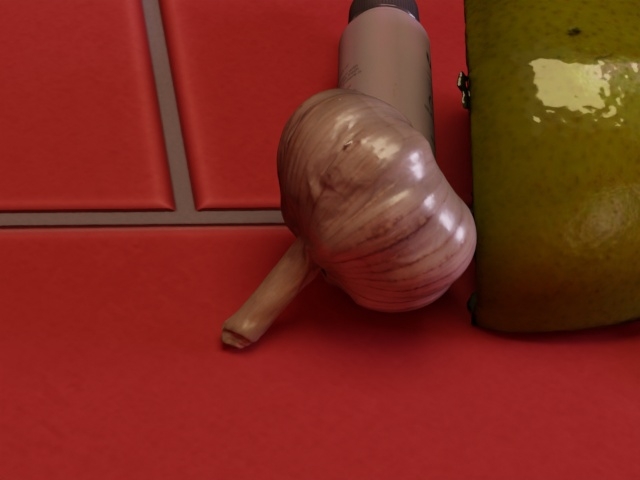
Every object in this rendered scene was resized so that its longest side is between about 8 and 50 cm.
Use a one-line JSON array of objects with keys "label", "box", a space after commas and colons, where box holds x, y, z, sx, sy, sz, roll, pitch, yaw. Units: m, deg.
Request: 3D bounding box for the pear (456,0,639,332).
[{"label": "pear", "box": [0.272, -0.098, 1.490, 0.318, 0.238, 0.342, 0, 40, 2]}]

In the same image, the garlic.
[{"label": "garlic", "box": [0.000, 0.000, 1.397, 0.226, 0.199, 0.199, -38, 53, -5]}]

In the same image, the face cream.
[{"label": "face cream", "box": [0.059, -0.151, 1.620, 0.092, 0.092, 0.311, 6, 41, -4]}]
